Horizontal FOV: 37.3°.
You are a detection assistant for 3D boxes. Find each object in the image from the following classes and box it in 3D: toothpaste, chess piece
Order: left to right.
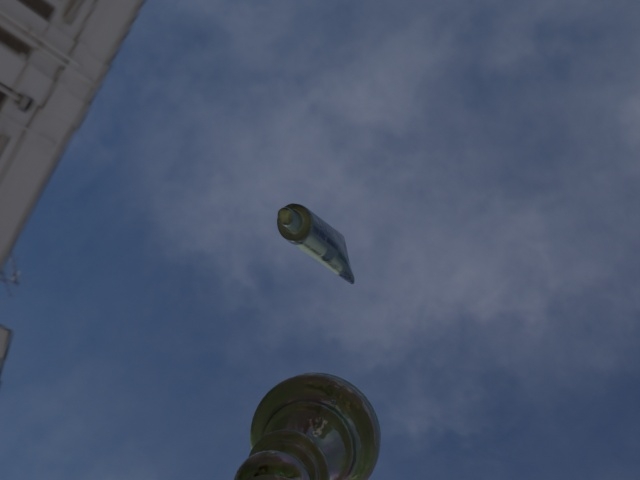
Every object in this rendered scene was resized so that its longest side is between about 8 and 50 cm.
[{"bbox_3d":[-0.026,0.212,0.896,0.139,0.271,0.139,0,-88,11],"label":"chess piece"},{"bbox_3d":[0.000,0.000,0.799,0.029,0.197,0.048,-16,-105,13],"label":"toothpaste"}]
